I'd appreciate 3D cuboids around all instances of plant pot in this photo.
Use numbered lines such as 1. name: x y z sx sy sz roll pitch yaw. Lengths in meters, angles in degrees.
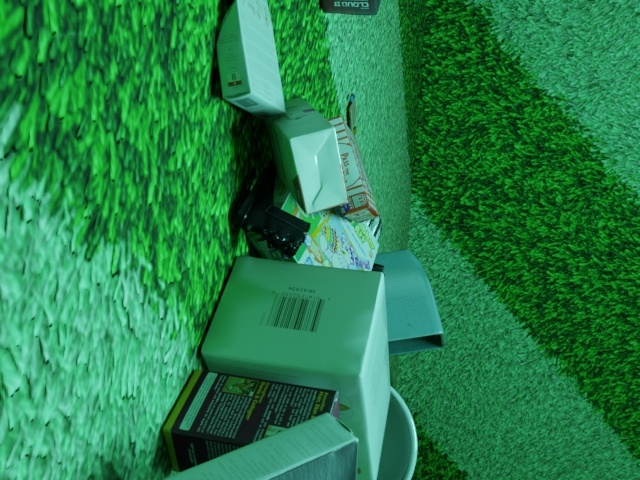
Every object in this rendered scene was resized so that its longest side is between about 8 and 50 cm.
1. plant pot: 0.192 0.167 1.901 0.248 0.247 0.252 58 23 -69

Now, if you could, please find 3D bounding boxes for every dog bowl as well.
1. dog bowl: 0.042 0.362 1.260 0.104 0.265 0.265 56 42 -74

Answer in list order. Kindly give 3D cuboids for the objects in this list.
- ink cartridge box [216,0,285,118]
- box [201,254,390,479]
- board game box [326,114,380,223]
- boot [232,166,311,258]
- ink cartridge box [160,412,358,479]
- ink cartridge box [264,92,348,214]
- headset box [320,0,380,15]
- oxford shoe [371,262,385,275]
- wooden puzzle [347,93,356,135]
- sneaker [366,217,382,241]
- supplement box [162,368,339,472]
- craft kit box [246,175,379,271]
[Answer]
1. ink cartridge box: -0.097 -0.258 0.907 0.145 0.045 0.179 1 77 -76
2. box: -0.016 0.202 1.042 0.345 0.215 0.168 82 19 -49
3. board game box: 0.046 -0.106 1.123 0.193 0.045 0.147 7 66 -81
4. boot: -0.060 -0.038 0.985 0.045 0.099 0.121 -55 -171 48
5. ink cartridge box: -0.100 0.359 0.696 0.307 0.072 0.303 -14 116 -35
6. ink cartridge box: -0.030 -0.131 1.011 0.198 0.067 0.115 -124 -160 -60
7. headset box: 0.059 -0.558 1.231 0.293 0.110 0.218 73 27 -59
8. oxford shoe: 0.103 0.108 1.601 0.227 0.083 0.096 -13 113 -75
9. wooden puzzle: 0.073 -0.292 1.637 0.078 0.014 0.116 -72 163 -55
10. sneaker: 0.022 0.065 1.411 0.281 0.106 0.162 -61 -165 -8
11. supplement box: -0.079 0.230 0.848 0.104 0.188 0.081 -66 159 -52
12. craft kit box: 0.000 0.000 1.156 0.250 0.061 0.246 58 31 -29
